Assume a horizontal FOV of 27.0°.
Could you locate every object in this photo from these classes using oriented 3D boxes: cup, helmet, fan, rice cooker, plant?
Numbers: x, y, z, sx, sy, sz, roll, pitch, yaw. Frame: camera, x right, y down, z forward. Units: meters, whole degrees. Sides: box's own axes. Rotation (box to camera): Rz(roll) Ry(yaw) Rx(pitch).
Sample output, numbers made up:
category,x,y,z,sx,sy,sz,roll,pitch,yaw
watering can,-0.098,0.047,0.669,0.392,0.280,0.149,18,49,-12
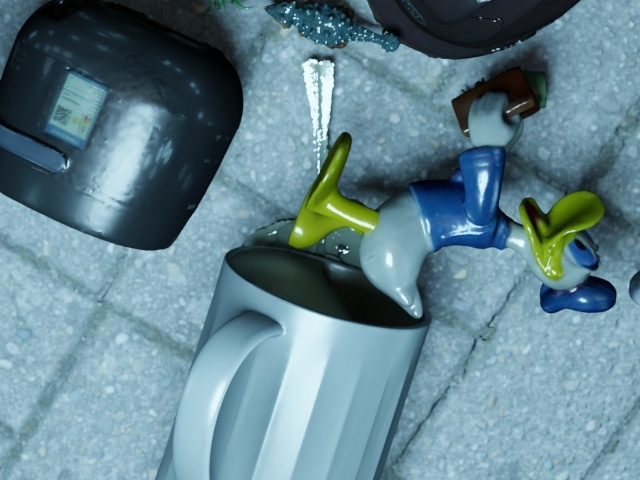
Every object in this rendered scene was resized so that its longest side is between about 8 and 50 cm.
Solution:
category,x,y,z,sx,sy,sz,roll,pitch,yaw
cup,-0.056,0.199,1.413,0.237,0.323,0.327,24,104,25
helmet,0.183,-0.313,1.386,0.305,0.177,0.225,-39,99,7
fan,0.000,0.000,1.530,0.233,0.012,0.414,3,104,0
rice cooker,-0.219,-0.129,1.394,0.267,0.267,0.224,23,99,-3
plant,0.199,-0.164,1.477,0.102,0.051,0.051,-4,101,9

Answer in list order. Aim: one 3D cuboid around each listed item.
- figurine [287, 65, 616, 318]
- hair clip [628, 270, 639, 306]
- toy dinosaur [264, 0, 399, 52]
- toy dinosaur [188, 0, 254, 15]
category,x,y,z,sx,sy,sz,roll,pitch,yaw
figurine,0.173,-0.036,1.418,0.338,0.204,0.283,32,85,0
hair clip,0.440,0.002,1.494,0.146,0.075,0.257,21,96,2
toy dinosaur,0.013,-0.236,1.464,0.154,0.055,0.049,15,99,3
toy dinosaur,-0.115,-0.282,1.477,0.083,0.021,0.062,-2,88,3
